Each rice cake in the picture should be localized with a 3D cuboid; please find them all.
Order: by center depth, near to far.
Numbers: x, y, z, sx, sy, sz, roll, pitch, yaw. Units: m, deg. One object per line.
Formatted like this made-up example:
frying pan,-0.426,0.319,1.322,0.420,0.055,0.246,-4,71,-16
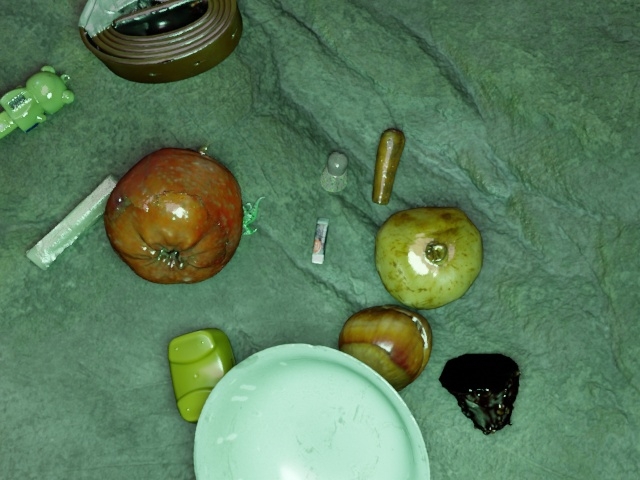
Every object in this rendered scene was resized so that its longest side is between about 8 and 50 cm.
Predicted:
rice cake,-0.505,-0.042,1.659,0.057,0.052,0.256,44,84,7

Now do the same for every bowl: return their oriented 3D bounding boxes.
bowl,0.003,0.384,1.448,0.434,0.196,0.435,2,96,16

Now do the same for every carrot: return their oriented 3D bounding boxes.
carrot,0.138,-0.154,1.646,0.055,0.055,0.162,12,87,6

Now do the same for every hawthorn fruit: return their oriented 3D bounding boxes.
hawthorn fruit,-0.271,-0.074,1.559,0.276,0.276,0.307,12,55,6

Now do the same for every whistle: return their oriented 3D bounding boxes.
whistle,-0.633,-0.285,1.697,0.227,0.085,0.105,-40,79,-6

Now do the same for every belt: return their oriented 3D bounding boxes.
belt,-0.341,-0.463,1.697,0.338,0.122,0.217,-13,80,1

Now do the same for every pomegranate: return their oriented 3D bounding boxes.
pomegranate,0.207,0.025,1.525,0.215,0.215,0.215,-1,79,3

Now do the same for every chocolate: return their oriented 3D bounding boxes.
chocolate,0.315,0.308,1.518,0.156,0.156,0.133,-12,106,1

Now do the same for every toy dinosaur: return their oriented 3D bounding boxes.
toy dinosaur,-0.143,-0.050,1.655,0.083,0.021,0.062,-27,86,2

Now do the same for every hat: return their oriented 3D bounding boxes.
hat,0.032,-0.146,1.652,0.058,0.042,0.087,19,81,7

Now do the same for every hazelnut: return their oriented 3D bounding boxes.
hazelnut,0.128,0.210,1.523,0.182,0.182,0.182,-1,79,3

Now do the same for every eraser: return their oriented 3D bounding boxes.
eraser,0.000,0.000,1.637,0.027,0.019,0.099,7,80,5

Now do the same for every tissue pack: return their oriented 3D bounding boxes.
tissue pack,-0.224,0.266,1.548,0.123,0.127,0.178,-15,78,8
